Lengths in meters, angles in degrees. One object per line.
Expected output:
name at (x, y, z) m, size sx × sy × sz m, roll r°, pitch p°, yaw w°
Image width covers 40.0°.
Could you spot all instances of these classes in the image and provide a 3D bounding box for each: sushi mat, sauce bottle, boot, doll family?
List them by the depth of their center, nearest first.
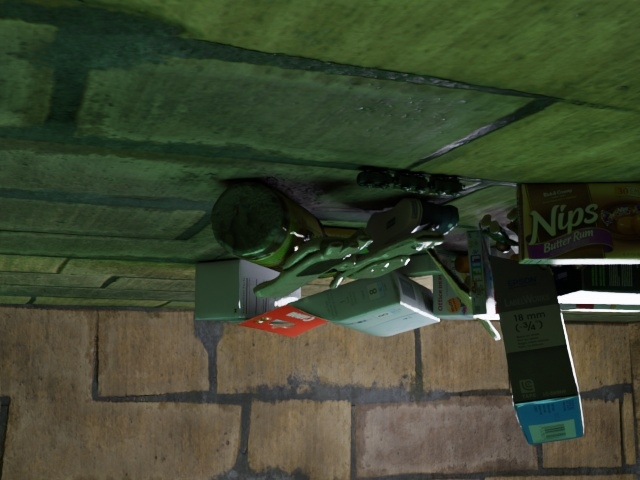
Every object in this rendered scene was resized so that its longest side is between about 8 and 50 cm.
sauce bottle at (-0.053, -0.006, 1.342) m, size 0.111 × 0.111 × 0.344 m, roll -3°, pitch 172°, yaw 17°
boot at (0.140, -0.017, 1.384) m, size 0.086 × 0.069 × 0.190 m, roll 6°, pitch 168°, yaw -19°
doll family at (0.349, 0.006, 1.407) m, size 0.193 × 0.076 × 0.111 m, roll 36°, pitch 173°, yaw 37°
sushi mat at (0.287, 0.103, 1.780) m, size 0.019 × 0.151 × 0.316 m, roll -38°, pitch 149°, yaw 3°

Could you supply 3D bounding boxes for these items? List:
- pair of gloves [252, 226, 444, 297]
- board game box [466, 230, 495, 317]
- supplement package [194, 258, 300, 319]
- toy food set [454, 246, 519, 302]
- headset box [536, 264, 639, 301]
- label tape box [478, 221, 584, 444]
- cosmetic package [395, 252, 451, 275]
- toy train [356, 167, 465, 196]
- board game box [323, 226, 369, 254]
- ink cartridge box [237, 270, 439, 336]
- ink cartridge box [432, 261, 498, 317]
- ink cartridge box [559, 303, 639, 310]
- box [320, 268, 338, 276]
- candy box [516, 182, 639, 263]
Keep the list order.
pair of gloves at (0.038, 0.027, 1.301) m, size 0.240 × 0.042 × 0.204 m, roll -6°, pitch 161°, yaw -38°
board game box at (0.300, 0.066, 1.644) m, size 0.026 × 0.154 × 0.103 m, roll -6°, pitch 170°, yaw 19°
supplement package at (-0.168, 0.125, 2.083) m, size 0.139 × 0.133 × 0.244 m, roll -6°, pitch 170°, yaw 32°
toy food set at (0.386, 0.074, 1.836) m, size 0.105 × 0.111 × 0.232 m, roll 3°, pitch 173°, yaw -25°
headset box at (0.532, 0.040, 1.554) m, size 0.283 × 0.131 × 0.246 m, roll 1°, pitch 171°, yaw -3°
label tape box at (0.366, 0.154, 1.520) m, size 0.106 × 0.333 × 0.240 m, roll -12°, pitch 150°, yaw 12°
cosmetic package at (0.224, 0.055, 1.932) m, size 0.115 × 0.041 × 0.060 m, roll -8°, pitch 167°, yaw 42°
toy train at (0.120, -0.075, 1.163) m, size 0.158 × 0.027 × 0.036 m, roll 4°, pitch 174°, yaw -23°
board game box at (0.000, 0.000, 1.612) m, size 0.259 × 0.039 × 0.124 m, roll 7°, pitch 170°, yaw -23°
ink cartridge box at (0.049, 0.185, 2.025) m, size 0.385 × 0.091 × 0.308 m, roll -21°, pitch 161°, yaw 18°
ink cartridge box at (0.358, 0.117, 2.047) m, size 0.176 × 0.128 × 0.127 m, roll -4°, pitch 170°, yaw 22°
ink cartridge box at (0.591, 0.085, 1.841) m, size 0.175 × 0.127 × 0.072 m, roll 3°, pitch 172°, yaw -18°
box at (0.033, 0.042, 1.794) m, size 0.054 × 0.059 × 0.169 m, roll 4°, pitch 171°, yaw -36°
candy box at (0.371, -0.023, 1.227) m, size 0.187 × 0.109 × 0.053 m, roll 0°, pitch 171°, yaw 3°
